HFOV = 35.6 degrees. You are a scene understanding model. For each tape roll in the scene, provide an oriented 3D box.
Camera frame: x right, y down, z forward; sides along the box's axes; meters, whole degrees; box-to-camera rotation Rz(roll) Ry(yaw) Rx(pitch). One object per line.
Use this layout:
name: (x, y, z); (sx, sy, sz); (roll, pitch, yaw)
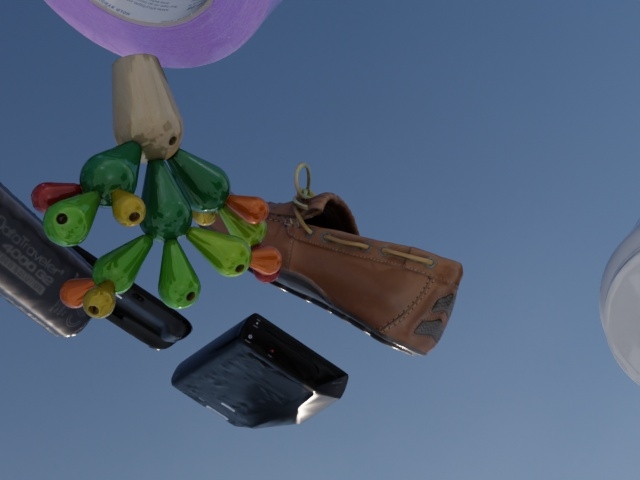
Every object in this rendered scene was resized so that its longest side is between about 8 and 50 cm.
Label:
tape roll: (-0.145, -0.287, 0.849); (0.275, 0.274, 0.090); (63, -141, -32)

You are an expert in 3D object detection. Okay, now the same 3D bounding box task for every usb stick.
usb stick: (-0.280, 0.002, 0.878); (0.077, 0.045, 0.278); (-56, -33, -15)

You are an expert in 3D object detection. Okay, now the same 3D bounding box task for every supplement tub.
supplement tub: (0.474, 0.061, 1.236); (0.316, 0.228, 0.228); (-24, -63, -63)

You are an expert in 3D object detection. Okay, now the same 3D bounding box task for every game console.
game console: (-0.157, 0.089, 1.062); (0.361, 0.213, 0.044); (35, -122, -13)

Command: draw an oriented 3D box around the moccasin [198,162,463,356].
moccasin: (-0.002, -0.001, 1.182); (0.139, 0.380, 0.147); (28, -92, -49)

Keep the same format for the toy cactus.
toy cactus: (-0.117, -0.037, 0.704); (0.219, 0.112, 0.181); (-2, -104, -47)
